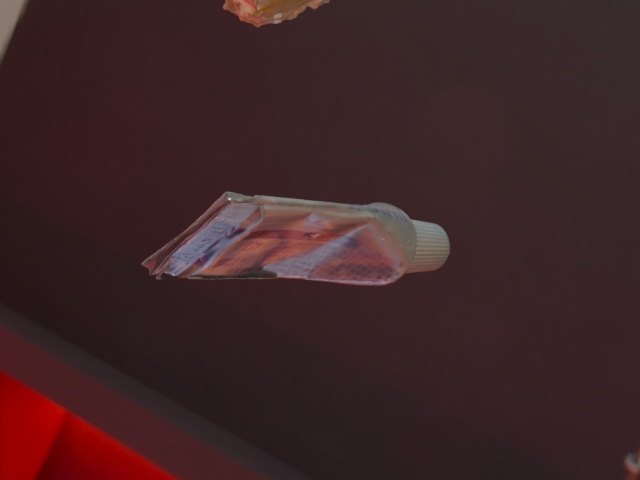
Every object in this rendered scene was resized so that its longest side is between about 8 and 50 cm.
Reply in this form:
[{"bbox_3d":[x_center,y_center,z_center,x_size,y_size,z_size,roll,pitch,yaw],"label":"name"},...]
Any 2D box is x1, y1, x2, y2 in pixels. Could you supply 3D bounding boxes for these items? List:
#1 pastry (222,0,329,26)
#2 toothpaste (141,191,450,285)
[{"bbox_3d":[0.022,-0.217,0.755,0.258,0.089,0.121,-23,-35,-13],"label":"pastry"},{"bbox_3d":[-0.001,0.002,0.951,0.282,0.068,0.099,4,-62,-44],"label":"toothpaste"}]
